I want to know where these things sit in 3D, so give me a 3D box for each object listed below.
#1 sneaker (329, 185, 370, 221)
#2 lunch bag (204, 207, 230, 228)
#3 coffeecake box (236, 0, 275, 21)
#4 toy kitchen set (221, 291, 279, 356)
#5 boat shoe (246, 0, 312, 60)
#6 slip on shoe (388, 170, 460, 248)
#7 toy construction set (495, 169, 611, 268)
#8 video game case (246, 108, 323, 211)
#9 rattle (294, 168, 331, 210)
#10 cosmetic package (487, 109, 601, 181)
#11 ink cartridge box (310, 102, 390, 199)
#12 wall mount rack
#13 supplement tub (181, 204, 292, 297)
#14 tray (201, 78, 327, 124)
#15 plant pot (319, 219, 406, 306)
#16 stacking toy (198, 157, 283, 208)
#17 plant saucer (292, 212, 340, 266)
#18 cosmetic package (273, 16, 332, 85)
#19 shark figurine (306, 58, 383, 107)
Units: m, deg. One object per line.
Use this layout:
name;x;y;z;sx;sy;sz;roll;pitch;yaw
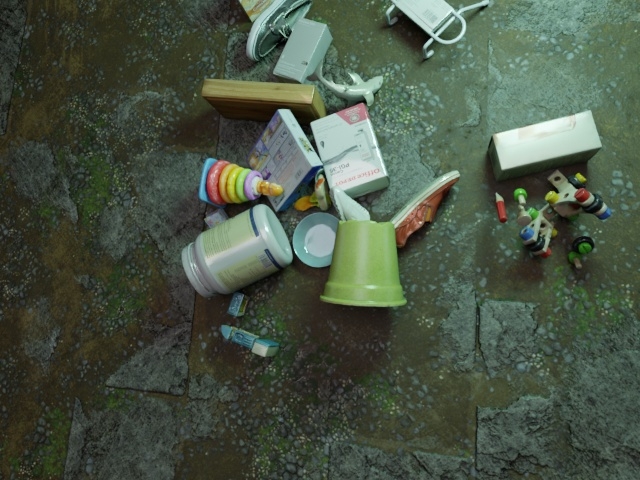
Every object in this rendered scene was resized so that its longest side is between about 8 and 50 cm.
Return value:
sneaker;0.108;-0.096;1.680;0.094;0.235;0.090;-27;31;4
lunch bag;-0.376;-0.069;1.845;0.071;0.053;0.083;-24;115;18
coffeecake box;-0.260;-0.959;1.910;0.142;0.185;0.068;-40;74;4
toy kitchen set;-0.236;0.286;1.718;0.206;0.122;0.166;18;85;15
boat shoe;-0.155;-0.820;1.894;0.119;0.121;0.335;32;87;21
slip on shoe;0.345;-0.104;1.663;0.101;0.123;0.331;45;94;-1
toy construction set;0.697;-0.108;1.543;0.308;0.258;0.237;14;39;-1
video game case;-0.132;-0.277;1.747;0.269;0.061;0.245;-45;70;44
rattle;-0.038;-0.174;1.710;0.142;0.199;0.130;9;86;13
cosmetic package;0.703;-0.296;1.587;0.295;0.153;0.129;-12;79;10
ink cartridge box;0.106;-0.303;1.744;0.207;0.117;0.283;-19;76;9
wall mount rack;0.412;-0.833;1.768;0.304;0.130;0.350;-43;74;7
supplement tub;-0.284;0.042;1.713;0.324;0.235;0.236;-25;76;8
tray;-0.198;-0.496;1.805;0.410;0.203;0.076;7;83;14
plant pot;0.138;0.066;1.571;0.275;0.276;0.254;2;89;13
stacking toy;-0.265;-0.194;1.759;0.301;0.175;0.166;8;84;25
plant saucer;0.000;0.000;1.757;0.194;0.037;0.195;-3;79;13
cosmetic package;-0.064;-0.695;1.862;0.127;0.107;0.238;22;89;19
shark figurine;0.088;-0.531;1.788;0.277;0.116;0.167;6;65;-11
